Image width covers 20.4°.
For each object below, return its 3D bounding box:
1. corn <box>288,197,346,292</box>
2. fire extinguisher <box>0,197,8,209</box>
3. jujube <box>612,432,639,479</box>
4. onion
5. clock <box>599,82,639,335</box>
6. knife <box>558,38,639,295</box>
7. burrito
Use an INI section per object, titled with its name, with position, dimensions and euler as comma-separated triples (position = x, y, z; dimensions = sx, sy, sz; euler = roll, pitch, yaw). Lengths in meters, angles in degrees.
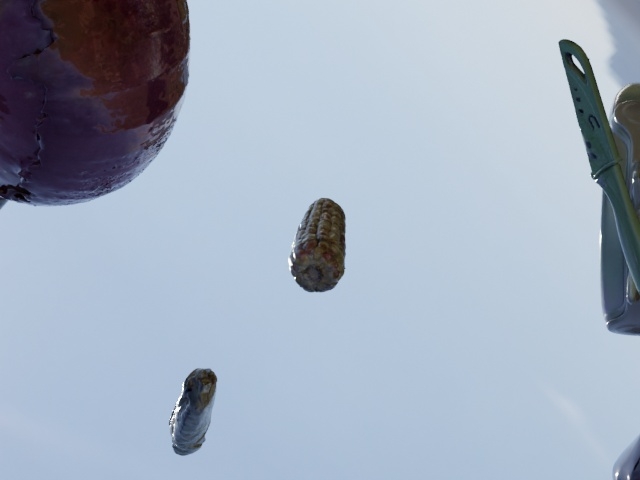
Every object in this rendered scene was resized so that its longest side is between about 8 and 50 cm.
[corn]
position = 0.000, 0.000, 2.382
dimensions = 0.079, 0.079, 0.237
euler = 44, -161, -14
[fire extinguisher]
position = -0.478, -0.096, 2.662
dimensions = 0.147, 0.337, 0.106
euler = 53, -153, 13
[jujube]
position = 0.519, 0.298, 2.036
dimensions = 0.258, 0.376, 0.258
euler = 7, -99, -51
[onion]
position = -0.255, -0.213, 1.753
dimensions = 0.358, 0.344, 0.358
euler = 174, 90, -76
[clock]
position = 0.362, -0.027, 1.917
dimensions = 0.108, 0.265, 0.324
euler = 4, -168, 12
[knife]
position = 0.280, -0.057, 1.714
dimensions = 0.043, 0.019, 0.293
euler = 6, 120, 56
[burrito]
position = -0.144, 0.193, 2.016
dimensions = 0.188, 0.045, 0.058
euler = 109, 155, -62
